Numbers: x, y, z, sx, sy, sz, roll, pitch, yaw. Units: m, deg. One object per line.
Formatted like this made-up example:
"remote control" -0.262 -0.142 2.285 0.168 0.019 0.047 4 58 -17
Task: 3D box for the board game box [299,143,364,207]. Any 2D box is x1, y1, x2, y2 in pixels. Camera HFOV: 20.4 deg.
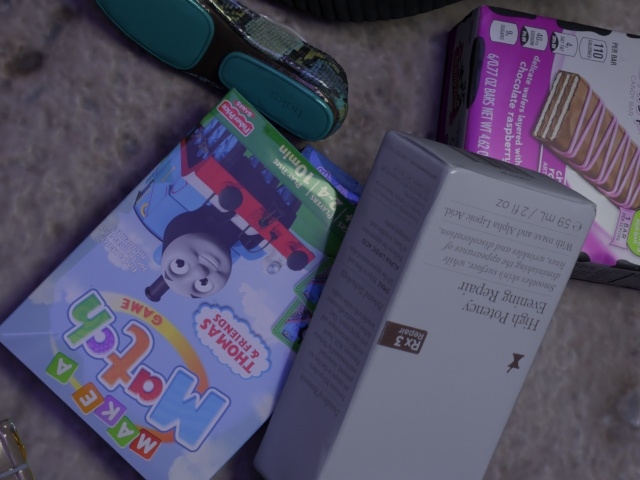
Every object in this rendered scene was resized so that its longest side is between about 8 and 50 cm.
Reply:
"board game box" 0.000 0.000 1.147 0.090 0.020 0.090 37 76 -5

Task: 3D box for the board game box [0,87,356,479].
"board game box" -0.072 0.036 1.101 0.160 0.039 0.211 44 85 -5

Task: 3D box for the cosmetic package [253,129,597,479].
"cosmetic package" 0.061 0.060 1.064 0.117 0.085 0.231 13 103 -30

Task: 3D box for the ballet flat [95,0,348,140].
"ballet flat" -0.062 -0.132 1.135 0.188 0.070 0.070 36 76 -10

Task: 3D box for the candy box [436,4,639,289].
"candy box" 0.196 -0.053 1.176 0.233 0.071 0.159 9 80 -13

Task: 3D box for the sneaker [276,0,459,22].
"sneaker" 0.086 -0.229 1.161 0.330 0.146 0.122 -1 124 6

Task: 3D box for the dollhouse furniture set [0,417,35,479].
"dollhouse furniture set" -0.242 0.171 1.063 0.152 0.058 0.076 -20 79 -35
